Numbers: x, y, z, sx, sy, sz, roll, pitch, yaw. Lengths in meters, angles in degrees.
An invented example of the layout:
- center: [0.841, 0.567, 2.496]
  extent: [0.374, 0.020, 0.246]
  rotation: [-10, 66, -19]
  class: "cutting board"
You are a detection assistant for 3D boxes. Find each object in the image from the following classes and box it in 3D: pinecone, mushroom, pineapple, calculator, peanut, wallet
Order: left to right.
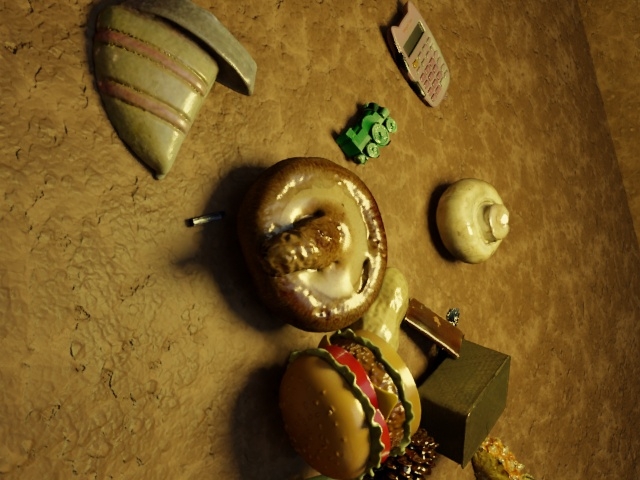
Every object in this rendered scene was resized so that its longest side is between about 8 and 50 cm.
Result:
- center: [-0.013, 0.001, 1.106]
  extent: [0.345, 0.239, 0.345]
  rotation: [-18, 116, -41]
  class: "mushroom"
- center: [0.139, 0.173, 1.281]
  extent: [0.123, 0.123, 0.257]
  rotation: [36, 59, -33]
  class: "peanut"
- center: [0.175, 0.499, 1.244]
  extent: [0.162, 0.163, 0.165]
  rotation: [20, 91, -39]
  class: "pinecone"
- center: [0.288, -0.520, 1.577]
  extent: [0.294, 0.043, 0.194]
  rotation: [50, 53, -30]
  class: "calculator"
- center: [0.292, 0.225, 1.421]
  extent: [0.176, 0.026, 0.095]
  rotation: [33, 43, -5]
  class: "wallet"
- center: [0.434, -0.061, 1.547]
  extent: [0.254, 0.184, 0.255]
  rotation: [3, 84, -28]
  class: "mushroom"
- center: [0.508, 0.651, 1.536]
  extent: [0.079, 0.135, 0.233]
  rotation: [-22, 97, -43]
  class: "pineapple"

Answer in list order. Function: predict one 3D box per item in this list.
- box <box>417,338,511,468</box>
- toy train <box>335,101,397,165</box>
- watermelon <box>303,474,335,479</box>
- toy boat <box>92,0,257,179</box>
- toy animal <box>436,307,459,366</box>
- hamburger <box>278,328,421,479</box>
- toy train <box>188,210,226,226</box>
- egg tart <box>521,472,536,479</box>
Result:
- center: [0.365, 0.407, 1.401]
  extent: [0.273, 0.143, 0.184]
  rotation: [-33, 127, -42]
  class: "box"
- center: [0.118, -0.267, 1.360]
  extent: [0.104, 0.071, 0.178]
  rotation: [45, 57, -16]
  class: "toy train"
- center: [-0.036, 0.557, 0.985]
  extent: [0.283, 0.292, 0.251]
  rotation: [15, 44, -40]
  class: "watermelon"
- center: [-0.276, -0.309, 0.981]
  extent: [0.276, 0.111, 0.293]
  rotation: [48, 65, -18]
  class: "toy boat"
- center: [0.352, 0.277, 1.508]
  extent: [0.108, 0.062, 0.220]
  rotation: [50, 50, -52]
  class: "toy animal"
- center: [0.038, 0.322, 1.061]
  extent: [0.212, 0.274, 0.275]
  rotation: [-19, 96, -36]
  class: "hamburger"
- center: [-0.213, -0.043, 1.052]
  extent: [0.083, 0.017, 0.017]
  rotation: [-20, 98, -43]
  class: "toy train"
- center: [0.630, 0.859, 1.627]
  extent: [0.314, 0.120, 0.315]
  rotation: [9, 77, -41]
  class: "egg tart"
